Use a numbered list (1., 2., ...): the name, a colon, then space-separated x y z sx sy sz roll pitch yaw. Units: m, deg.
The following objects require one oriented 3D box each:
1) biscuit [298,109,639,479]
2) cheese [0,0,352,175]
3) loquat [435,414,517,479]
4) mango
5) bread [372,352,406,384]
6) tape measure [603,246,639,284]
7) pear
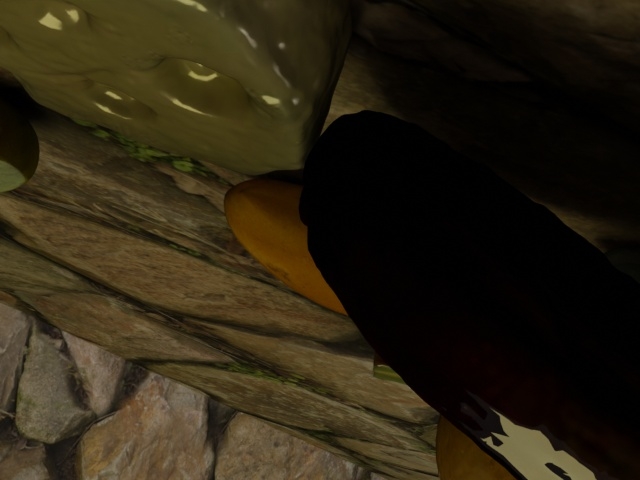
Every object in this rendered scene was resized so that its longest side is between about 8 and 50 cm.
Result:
1. biscuit: 0.151 0.062 0.755 0.407 0.091 0.407 33 -162 -12
2. cheese: -0.130 -0.150 0.731 0.318 0.115 0.326 3 156 42
3. loquat: 0.276 0.240 1.117 0.329 0.359 0.328 8 175 1
4. mango: 0.000 0.000 1.093 0.219 0.112 0.145 27 166 16
5. bread: 0.113 0.088 1.189 0.084 0.139 0.074 12 159 8
6. tape measure: 0.304 0.077 1.005 0.107 0.104 0.180 26 175 35
7. pear: -0.368 -0.112 1.142 0.141 0.104 0.141 -5 166 -1
